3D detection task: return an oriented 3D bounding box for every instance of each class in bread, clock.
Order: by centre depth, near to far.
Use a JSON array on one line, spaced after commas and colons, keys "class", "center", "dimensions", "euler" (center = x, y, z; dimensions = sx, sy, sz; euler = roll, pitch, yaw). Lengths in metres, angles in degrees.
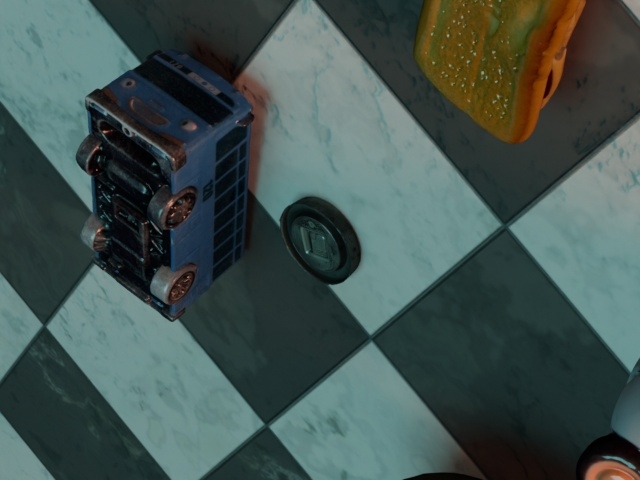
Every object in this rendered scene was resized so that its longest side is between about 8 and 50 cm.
[{"class": "bread", "center": [0.132, -0.168, 1.250], "dimensions": [0.116, 0.077, 0.200], "euler": [37, 144, 19]}, {"class": "clock", "center": [0.000, 0.000, 1.602], "dimensions": [0.085, 0.017, 0.085], "euler": [30, 140, 29]}]

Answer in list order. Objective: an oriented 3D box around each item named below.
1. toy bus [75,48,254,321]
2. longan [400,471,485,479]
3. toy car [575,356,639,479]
[{"class": "toy bus", "center": [-0.133, -0.053, 1.607], "dimensions": [0.116, 0.133, 0.234], "euler": [37, 148, 22]}, {"class": "longan", "center": [0.122, 0.340, 1.546], "dimensions": [0.297, 0.297, 0.297], "euler": [30, 139, 29]}, {"class": "toy car", "center": [0.325, 0.179, 1.258], "dimensions": [0.212, 0.180, 0.270], "euler": [-2, 118, 39]}]
